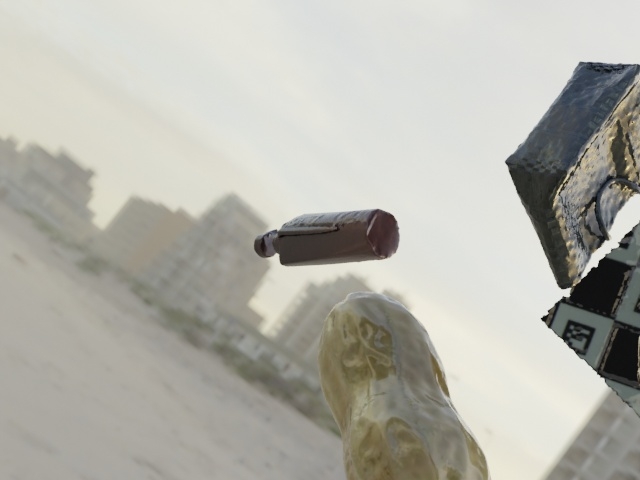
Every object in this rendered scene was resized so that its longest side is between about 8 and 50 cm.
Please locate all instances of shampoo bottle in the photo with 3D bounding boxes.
[{"bbox_3d":[0.001,-0.002,1.795,0.068,0.067,0.236,-9,2,-41],"label":"shampoo bottle"}]

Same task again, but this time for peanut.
[{"bbox_3d":[0.064,0.149,1.202,0.123,0.123,0.257,49,18,-57],"label":"peanut"}]

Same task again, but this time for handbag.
[{"bbox_3d":[0.318,-0.088,1.665,0.088,0.270,0.175,11,-37,44],"label":"handbag"}]

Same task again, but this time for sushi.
[{"bbox_3d":[0.411,0.075,1.392,0.292,0.294,0.059,49,3,27],"label":"sushi"}]

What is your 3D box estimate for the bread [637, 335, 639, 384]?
[{"bbox_3d":[0.276,0.054,0.776,0.230,0.230,0.123,40,14,-17],"label":"bread"}]
